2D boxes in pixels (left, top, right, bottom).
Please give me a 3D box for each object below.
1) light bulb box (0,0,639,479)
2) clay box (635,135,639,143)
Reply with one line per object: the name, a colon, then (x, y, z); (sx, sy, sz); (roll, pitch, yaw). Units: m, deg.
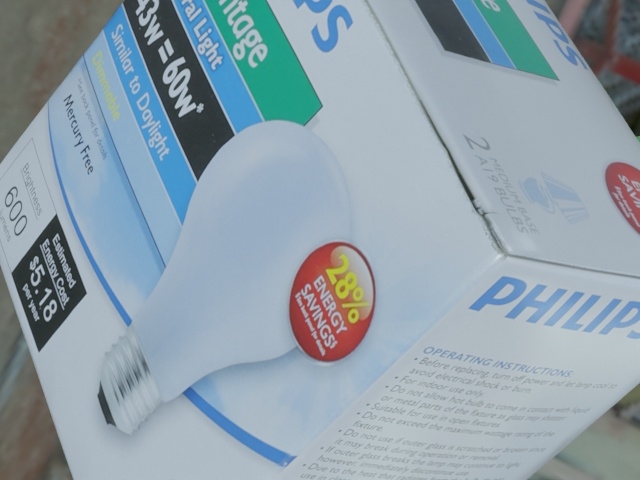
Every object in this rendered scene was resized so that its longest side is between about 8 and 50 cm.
light bulb box: (0.000, 0.000, 1.038); (0.225, 0.358, 0.361); (10, 133, -44)
clay box: (0.358, -0.035, 1.575); (0.127, 0.222, 0.053); (-12, 142, -33)
